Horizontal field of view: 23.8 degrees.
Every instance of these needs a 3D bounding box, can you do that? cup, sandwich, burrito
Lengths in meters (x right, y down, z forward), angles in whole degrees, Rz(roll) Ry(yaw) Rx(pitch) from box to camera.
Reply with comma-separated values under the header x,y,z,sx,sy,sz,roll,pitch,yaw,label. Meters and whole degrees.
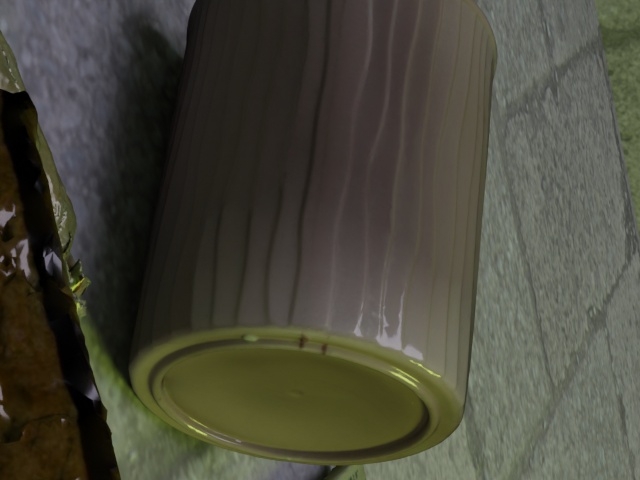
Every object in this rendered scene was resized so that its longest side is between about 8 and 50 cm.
x,y,z,sx,sy,sz,roll,pitch,yaw,label
-0.016,-0.007,0.974,0.208,0.288,0.273,21,57,-23,cup
-0.131,0.109,0.561,0.249,0.095,0.273,114,-37,-62,sandwich
-0.162,-0.041,0.784,0.058,0.045,0.188,-68,142,-62,burrito

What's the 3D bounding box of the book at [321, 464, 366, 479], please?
x,y,z,sx,sy,sz,roll,pitch,yaw,label
0.012,0.325,1.096,0.201,0.026,0.290,-30,110,-64,book
